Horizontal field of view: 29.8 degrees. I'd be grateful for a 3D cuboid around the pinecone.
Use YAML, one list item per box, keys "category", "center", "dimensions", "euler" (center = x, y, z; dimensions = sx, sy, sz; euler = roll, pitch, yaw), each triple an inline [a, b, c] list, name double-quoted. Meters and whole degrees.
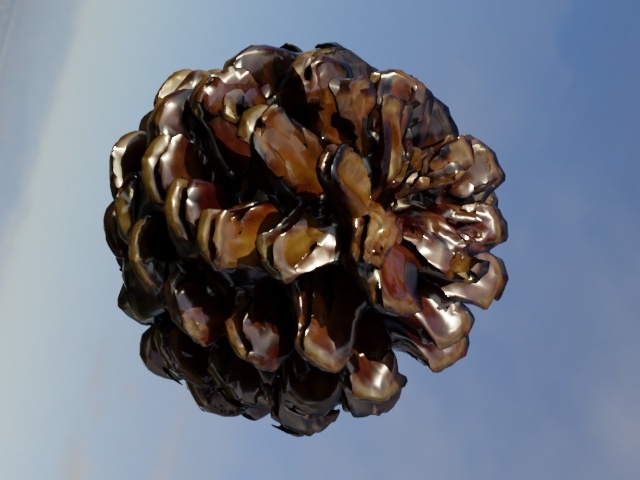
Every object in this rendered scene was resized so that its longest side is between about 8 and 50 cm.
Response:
- category: "pinecone"
  center: [0.000, 0.000, 0.635]
  dimensions: [0.221, 0.222, 0.221]
  euler: [-164, -90, -76]
